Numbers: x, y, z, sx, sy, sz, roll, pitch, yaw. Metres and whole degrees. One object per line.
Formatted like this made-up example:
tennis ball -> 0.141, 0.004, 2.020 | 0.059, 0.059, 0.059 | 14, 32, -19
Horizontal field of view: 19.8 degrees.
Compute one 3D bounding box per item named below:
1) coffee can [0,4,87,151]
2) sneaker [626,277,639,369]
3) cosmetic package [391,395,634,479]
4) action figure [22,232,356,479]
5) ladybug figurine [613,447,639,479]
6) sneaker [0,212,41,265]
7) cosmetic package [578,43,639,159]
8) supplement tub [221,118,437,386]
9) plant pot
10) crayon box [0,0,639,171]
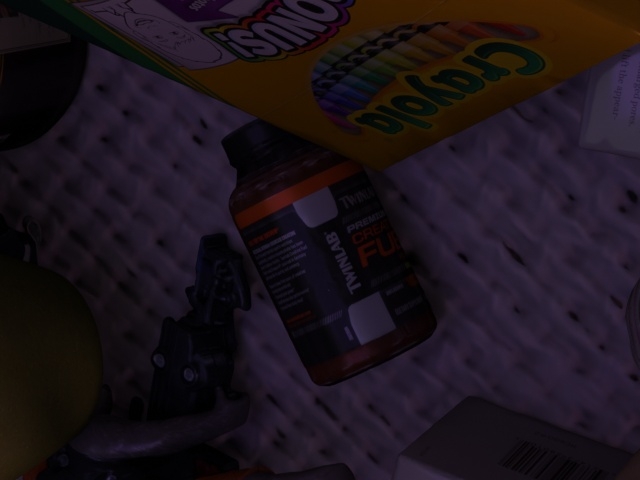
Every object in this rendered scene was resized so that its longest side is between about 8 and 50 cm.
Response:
coffee can -> -0.332, -0.146, 1.371 | 0.201, 0.275, 0.201 | 6, 103, 25
sneaker -> 0.245, 0.049, 1.190 | 0.111, 0.103, 0.252 | 14, 150, 32
cosmetic package -> 0.125, 0.326, 1.334 | 0.197, 0.155, 0.365 | 20, 110, 19
action figure -> -0.121, 0.173, 1.386 | 0.330, 0.178, 0.341 | 19, 107, 49
ladybug figurine -> 0.294, 0.306, 1.144 | 0.305, 0.162, 0.449 | -3, 110, -5
sneaker -> -0.327, 0.015, 1.457 | 0.235, 0.094, 0.153 | 8, 103, -20
cosmetic package -> 0.280, -0.122, 1.159 | 0.183, 0.151, 0.151 | 13, 106, 21
supplement tub -> 0.000, 0.000, 1.345 | 0.106, 0.106, 0.198 | -26, 91, 28
plant pot -> -0.308, 0.099, 1.309 | 0.275, 0.293, 0.275 | 6, 99, 44
crayon box -> -0.013, -0.178, 1.122 | 0.313, 0.363, 0.106 | 24, 72, -17
